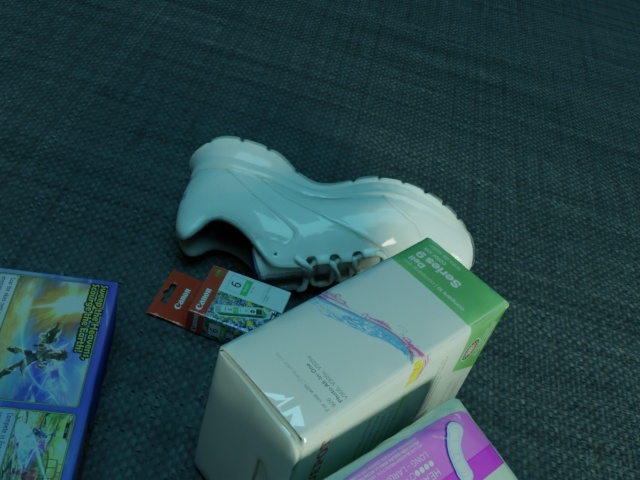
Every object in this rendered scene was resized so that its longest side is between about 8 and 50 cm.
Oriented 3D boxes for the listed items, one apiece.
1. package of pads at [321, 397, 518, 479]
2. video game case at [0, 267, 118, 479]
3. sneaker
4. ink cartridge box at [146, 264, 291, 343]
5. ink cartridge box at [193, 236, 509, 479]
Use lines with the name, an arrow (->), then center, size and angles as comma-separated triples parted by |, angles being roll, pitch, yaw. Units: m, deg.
package of pads -> 0.041, 0.250, 0.420 | 0.296, 0.101, 0.229 | -20, 67, -40
video game case -> -0.286, 0.129, 0.515 | 0.244, 0.061, 0.269 | 8, 43, -8
sneaker -> 0.000, 0.000, 0.729 | 0.297, 0.111, 0.129 | 13, 53, 6
ink cartridge box -> -0.091, 0.057, 0.676 | 0.115, 0.029, 0.063 | 20, 43, 3
ink cartridge box -> 0.021, 0.110, 0.564 | 0.212, 0.154, 0.093 | -27, 58, -37
